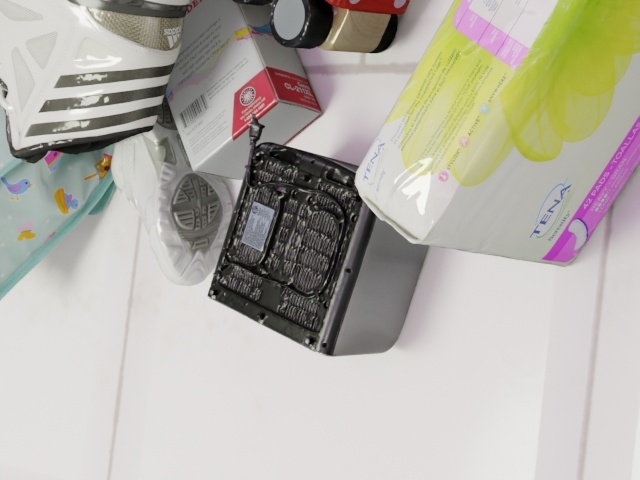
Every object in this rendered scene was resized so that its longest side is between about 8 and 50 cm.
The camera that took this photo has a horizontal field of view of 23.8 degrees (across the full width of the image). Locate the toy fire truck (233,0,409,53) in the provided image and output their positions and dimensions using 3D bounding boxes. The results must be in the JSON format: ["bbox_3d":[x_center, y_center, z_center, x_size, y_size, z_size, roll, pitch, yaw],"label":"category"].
[{"bbox_3d":[0.024,-0.322,1.416,0.217,0.158,0.246,46,123,35],"label":"toy fire truck"}]

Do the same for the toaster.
[{"bbox_3d":[0.000,0.000,1.395,0.168,0.110,0.186,23,99,40],"label":"toaster"}]

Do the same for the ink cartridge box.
[{"bbox_3d":[-0.090,-0.170,1.521,0.127,0.072,0.175,-37,62,31],"label":"ink cartridge box"}]

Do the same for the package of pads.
[{"bbox_3d":[0.180,-0.123,1.181,0.101,0.229,0.296,43,112,36],"label":"package of pads"}]

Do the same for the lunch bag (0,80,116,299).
[{"bbox_3d":[-0.351,-0.093,1.674,0.262,0.160,0.223,-46,49,-16],"label":"lunch bag"}]

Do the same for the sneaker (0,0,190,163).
[{"bbox_3d":[-0.329,-0.224,1.520,0.447,0.169,0.258,26,110,29],"label":"sneaker"}]

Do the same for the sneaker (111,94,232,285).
[{"bbox_3d":[-0.162,-0.053,1.571,0.115,0.090,0.232,-36,60,49],"label":"sneaker"}]
